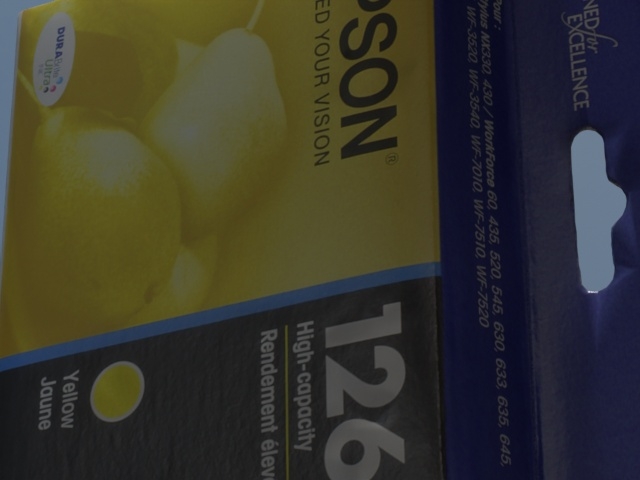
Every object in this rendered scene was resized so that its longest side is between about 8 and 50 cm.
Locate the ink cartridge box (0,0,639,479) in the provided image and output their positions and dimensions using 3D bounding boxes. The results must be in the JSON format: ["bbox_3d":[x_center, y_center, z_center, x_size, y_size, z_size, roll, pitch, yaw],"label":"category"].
[{"bbox_3d":[0.000,0.000,0.850,0.072,0.307,0.304,41,-139,-50],"label":"ink cartridge box"}]
